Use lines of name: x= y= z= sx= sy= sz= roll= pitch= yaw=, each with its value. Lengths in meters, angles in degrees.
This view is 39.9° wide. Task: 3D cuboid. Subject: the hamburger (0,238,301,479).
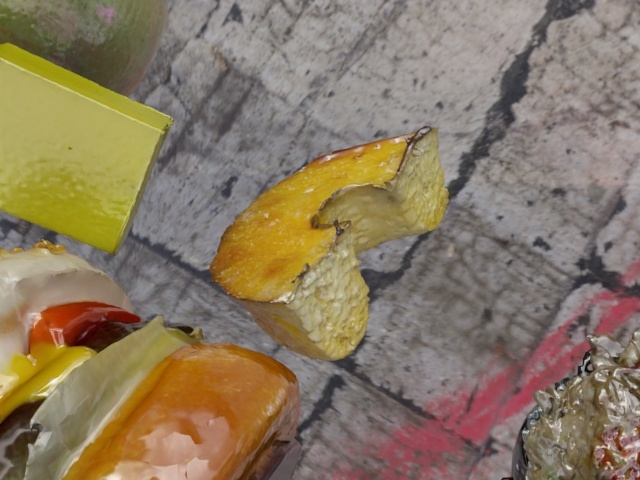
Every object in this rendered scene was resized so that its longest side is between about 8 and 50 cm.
hamburger: x=-0.176 y=0.175 z=0.542 sx=0.250 sy=0.330 sz=0.329 roll=27 pitch=80 yaw=9

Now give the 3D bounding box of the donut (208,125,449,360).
donut: x=-0.001 y=-0.003 z=0.771 sx=0.259 sy=0.152 sz=0.101 roll=-51 pitch=126 yaw=-37

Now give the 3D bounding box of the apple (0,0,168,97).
apple: x=-0.220 y=-0.198 z=0.696 sx=0.265 sy=0.120 sz=0.193 roll=24 pitch=58 yaw=-43

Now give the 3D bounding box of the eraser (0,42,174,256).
eraser: x=-0.170 y=-0.058 z=0.574 sx=0.122 sy=0.045 sz=0.097 roll=25 pitch=107 yaw=-7

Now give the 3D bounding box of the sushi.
sushi: x=0.289 y=0.220 z=0.839 sx=0.225 sy=0.219 sz=0.238 roll=-41 pitch=71 yaw=-1
